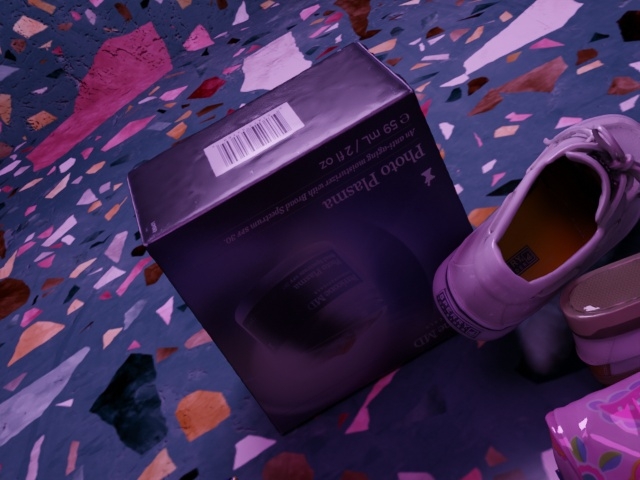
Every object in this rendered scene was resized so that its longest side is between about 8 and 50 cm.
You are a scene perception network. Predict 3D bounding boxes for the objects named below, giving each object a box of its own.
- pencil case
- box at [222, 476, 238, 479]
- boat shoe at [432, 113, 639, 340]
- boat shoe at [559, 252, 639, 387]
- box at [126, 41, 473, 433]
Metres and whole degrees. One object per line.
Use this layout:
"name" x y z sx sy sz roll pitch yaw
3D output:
"pencil case" 0.316 0.137 0.650 0.284 0.124 0.124 -25 31 9
"box" -0.096 0.308 0.792 0.054 0.059 0.169 -20 33 15
"boat shoe" 0.261 -0.051 0.850 0.367 0.136 0.156 -35 -11 -34
"boat shoe" 0.370 0.048 0.739 0.302 0.103 0.113 -18 23 20
"box" 0.000 0.000 0.928 0.296 0.294 0.183 -30 34 0
